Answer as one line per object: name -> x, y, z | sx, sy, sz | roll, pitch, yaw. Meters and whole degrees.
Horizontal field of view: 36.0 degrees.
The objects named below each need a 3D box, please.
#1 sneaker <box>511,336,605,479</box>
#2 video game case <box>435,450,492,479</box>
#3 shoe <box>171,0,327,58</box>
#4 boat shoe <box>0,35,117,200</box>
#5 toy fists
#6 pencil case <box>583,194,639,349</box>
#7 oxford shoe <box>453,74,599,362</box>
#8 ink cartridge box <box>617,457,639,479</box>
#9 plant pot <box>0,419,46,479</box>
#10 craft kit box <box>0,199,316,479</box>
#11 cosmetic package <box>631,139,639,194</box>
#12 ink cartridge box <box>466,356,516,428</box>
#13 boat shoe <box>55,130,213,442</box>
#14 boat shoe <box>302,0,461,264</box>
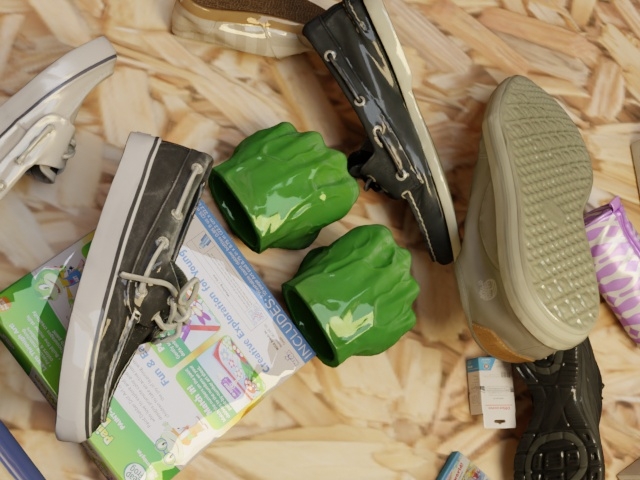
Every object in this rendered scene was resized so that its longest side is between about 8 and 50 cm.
sneaker -> 0.295, 0.205, 1.166 | 0.130, 0.109, 0.286 | 6, 82, -56
video game case -> 0.186, 0.341, 1.135 | 0.166, 0.015, 0.119 | 42, 65, -10
shoe -> -0.070, -0.251, 1.147 | 0.219, 0.058, 0.076 | 4, 43, -28
boat shoe -> -0.289, -0.095, 0.979 | 0.088, 0.096, 0.267 | 48, 64, -12
toy fists -> 0.000, 0.000, 1.084 | 0.142, 0.096, 0.279 | -30, 81, -23
pencil case -> 0.401, 0.047, 1.268 | 0.086, 0.088, 0.206 | -38, 94, -30
oxford shoe -> 0.232, -0.038, 1.157 | 0.169, 0.130, 0.449 | 30, 42, -18
ink cartridge box -> 0.459, 0.335, 1.236 | 0.109, 0.063, 0.150 | -26, 89, -28
plant pot -> -0.359, 0.207, 0.804 | 0.236, 0.212, 0.236 | -39, 94, -27
craft kit box -> -0.169, 0.097, 1.010 | 0.246, 0.061, 0.250 | -38, 94, -30
cosmetic package -> 0.551, -0.082, 1.333 | 0.183, 0.151, 0.151 | -1, 78, -24
ink cartridge box -> 0.204, 0.182, 1.175 | 0.048, 0.028, 0.083 | 4, 75, -24
boat shoe -> -0.169, 0.045, 0.931 | 0.105, 0.113, 0.306 | 14, 62, -6
boat shoe -> 0.071, -0.115, 1.138 | 0.113, 0.127, 0.340 | -20, 111, 6
